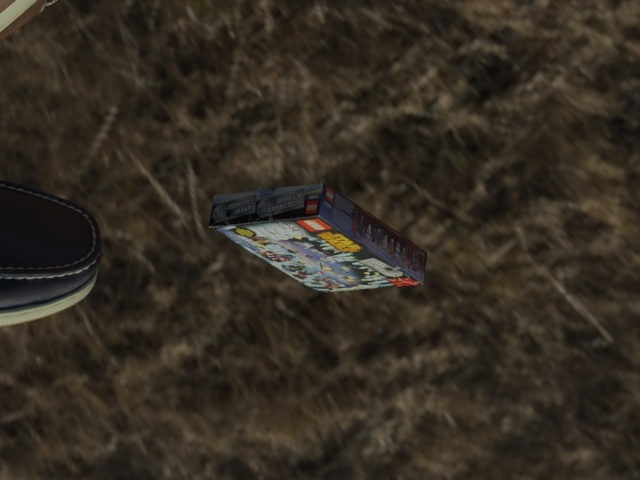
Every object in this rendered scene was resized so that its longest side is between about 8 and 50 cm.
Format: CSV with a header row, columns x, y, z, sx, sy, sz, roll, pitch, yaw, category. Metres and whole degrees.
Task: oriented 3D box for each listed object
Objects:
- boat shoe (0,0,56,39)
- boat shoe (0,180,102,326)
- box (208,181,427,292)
x,y,z,sx,sy,sz,roll,pitch,yaw,category
-0.199,-0.100,0.843,0.257,0.095,0.095,-26,91,11,boat shoe
-0.140,-0.007,0.610,0.152,0.056,0.049,4,142,-30,boat shoe
0.000,0.000,1.278,0.137,0.094,0.027,32,59,-49,box
